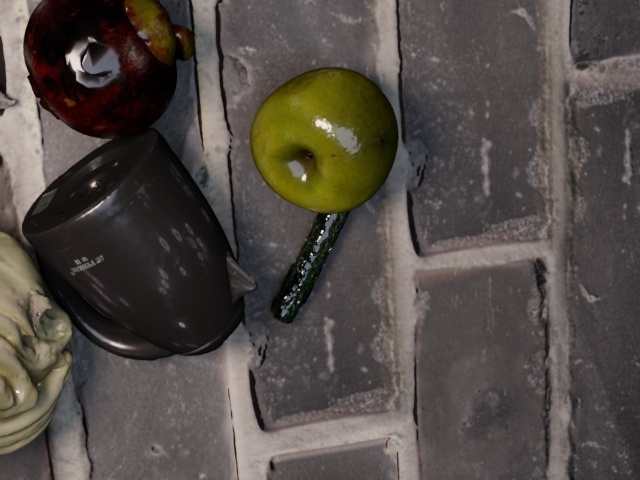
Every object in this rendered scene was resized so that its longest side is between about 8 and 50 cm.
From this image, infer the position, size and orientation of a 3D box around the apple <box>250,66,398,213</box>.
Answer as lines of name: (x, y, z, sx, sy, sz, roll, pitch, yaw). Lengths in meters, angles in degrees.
apple: (0.010, -0.133, 1.405, 0.196, 0.196, 0.157, 53, 47, -20)

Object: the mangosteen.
mangosteen: (-0.257, -0.224, 1.308, 0.209, 0.210, 0.210, -4, 105, -13)

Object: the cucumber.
cucumber: (0.000, 0.000, 1.514, 0.044, 0.043, 0.257, 23, 97, -24)

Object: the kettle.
kettle: (-0.237, 0.037, 1.402, 0.268, 0.207, 0.290, -22, 120, 25)

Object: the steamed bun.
steamed bun: (-0.450, 0.137, 1.325, 0.275, 0.206, 0.320, -32, 114, 20)

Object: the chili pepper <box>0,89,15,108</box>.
chili pepper: (-0.453, -0.208, 1.345, 0.153, 0.041, 0.050, 30, 116, -35)
